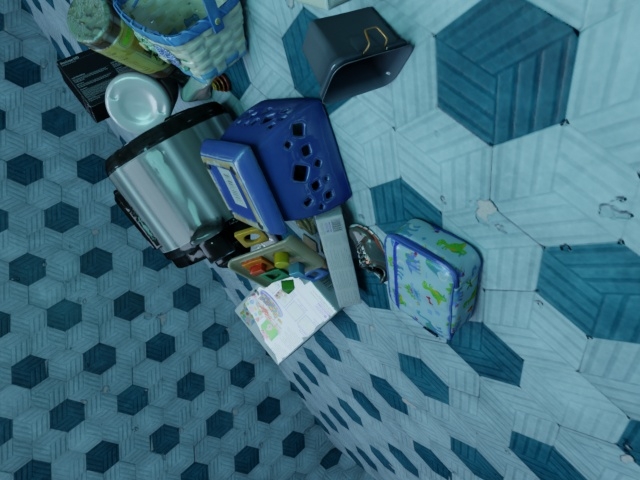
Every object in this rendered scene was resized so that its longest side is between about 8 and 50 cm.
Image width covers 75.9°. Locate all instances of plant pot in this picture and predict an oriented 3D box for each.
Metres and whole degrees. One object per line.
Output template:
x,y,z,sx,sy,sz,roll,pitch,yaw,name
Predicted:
-0.107,-0.155,0.890,0.236,0.212,0.235,24,143,49,plant pot

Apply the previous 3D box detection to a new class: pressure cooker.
-0.322,-0.119,1.141,0.376,0.370,0.420,-14,113,43,pressure cooker

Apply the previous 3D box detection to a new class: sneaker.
-0.319,-0.424,1.119,0.134,0.070,0.050,-26,92,36,sneaker
-0.206,0.028,1.467,0.080,0.094,0.212,55,156,0,sneaker
0.109,0.030,0.932,0.158,0.065,0.061,47,156,12,sneaker

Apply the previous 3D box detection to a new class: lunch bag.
0.206,0.075,0.792,0.176,0.090,0.218,36,150,39,lunch bag

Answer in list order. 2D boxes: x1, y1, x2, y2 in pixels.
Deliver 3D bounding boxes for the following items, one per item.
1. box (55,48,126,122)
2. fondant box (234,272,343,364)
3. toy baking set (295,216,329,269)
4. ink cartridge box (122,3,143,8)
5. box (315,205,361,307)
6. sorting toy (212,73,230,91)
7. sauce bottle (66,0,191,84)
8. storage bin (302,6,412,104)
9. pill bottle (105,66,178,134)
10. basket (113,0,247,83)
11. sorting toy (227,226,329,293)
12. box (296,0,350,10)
-0.662,-0.527,1.326,0.184,0.261,0.103,53,156,1,box
-0.100,0.212,1.323,0.238,0.096,0.330,49,120,10,fondant box
0.002,0.006,1.135,0.256,0.030,0.196,13,135,55,toy baking set
-0.481,-0.687,0.882,0.226,0.131,0.306,54,164,41,ink cartridge box
0.047,0.043,1.030,0.063,0.067,0.323,-97,-7,-48,box
-0.267,-0.418,1.028,0.101,0.042,0.061,57,156,-9,sorting toy
-0.415,-0.455,0.972,0.111,0.111,0.344,51,-164,5,sauce bottle
0.044,-0.267,0.571,0.091,0.135,0.098,60,157,9,storage bin
-0.492,-0.421,1.167,0.283,0.162,0.161,-107,-1,-55,pill bottle
-0.275,-0.464,0.779,0.255,0.201,0.288,36,160,26,basket
-0.110,0.069,1.059,0.348,0.196,0.047,39,-147,-52,sorting toy
-0.058,-0.425,0.540,0.311,0.121,0.147,37,152,31,box
